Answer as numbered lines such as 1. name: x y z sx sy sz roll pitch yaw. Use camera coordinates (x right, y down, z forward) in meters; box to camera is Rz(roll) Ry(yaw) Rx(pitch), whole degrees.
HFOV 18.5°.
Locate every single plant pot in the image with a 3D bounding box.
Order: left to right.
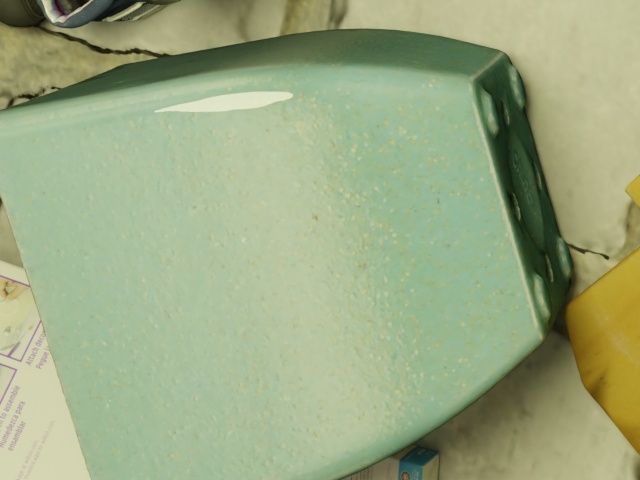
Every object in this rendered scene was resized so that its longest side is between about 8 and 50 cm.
1. plant pot: 0.000 0.000 1.110 0.252 0.247 0.247 -14 98 17

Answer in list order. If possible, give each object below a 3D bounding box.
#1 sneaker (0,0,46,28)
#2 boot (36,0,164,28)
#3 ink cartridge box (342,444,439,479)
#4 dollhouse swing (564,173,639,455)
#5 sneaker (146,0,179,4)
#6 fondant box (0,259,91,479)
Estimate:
1. sneaker: -0.152 -0.241 1.199 0.106 0.101 0.267 19 125 7
2. boot: -0.088 -0.190 1.185 0.190 0.086 0.069 -41 83 33
3. ink cartridge box: 0.032 0.151 1.257 0.083 0.028 0.048 12 111 26
4. dollhouse swing: 0.348 0.046 1.025 0.315 0.305 0.347 -38 83 -8
5. sneaker: -0.010 -0.241 1.064 0.283 0.107 0.124 -26 116 15
6. fondant box: -0.271 0.123 1.267 0.330 0.238 0.096 19 156 10
